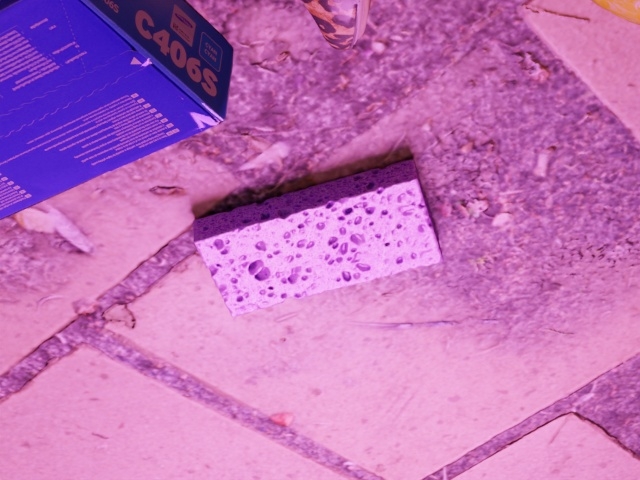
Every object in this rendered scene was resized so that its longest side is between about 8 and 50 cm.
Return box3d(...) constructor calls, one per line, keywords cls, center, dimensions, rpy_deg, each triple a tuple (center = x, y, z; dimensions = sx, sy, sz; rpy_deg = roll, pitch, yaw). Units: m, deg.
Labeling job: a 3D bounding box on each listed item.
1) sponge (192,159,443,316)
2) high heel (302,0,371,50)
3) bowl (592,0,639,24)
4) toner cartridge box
box3d(cls="sponge", center=(0.000, 0.000, 1.212), dimensions=(0.210, 0.031, 0.117), rpy_deg=(-15, 137, 5))
box3d(cls="high heel", center=(-0.053, -0.230, 0.937), dimensions=(0.186, 0.093, 0.261), rpy_deg=(5, 148, 7))
box3d(cls="bowl", center=(0.296, -0.244, 0.921), dimensions=(0.289, 0.156, 0.290), rpy_deg=(-5, 136, -5))
box3d(cls="toner cartridge box", center=(-0.249, -0.099, 0.968), dimensions=(0.347, 0.075, 0.165), rpy_deg=(-20, 140, 31))
